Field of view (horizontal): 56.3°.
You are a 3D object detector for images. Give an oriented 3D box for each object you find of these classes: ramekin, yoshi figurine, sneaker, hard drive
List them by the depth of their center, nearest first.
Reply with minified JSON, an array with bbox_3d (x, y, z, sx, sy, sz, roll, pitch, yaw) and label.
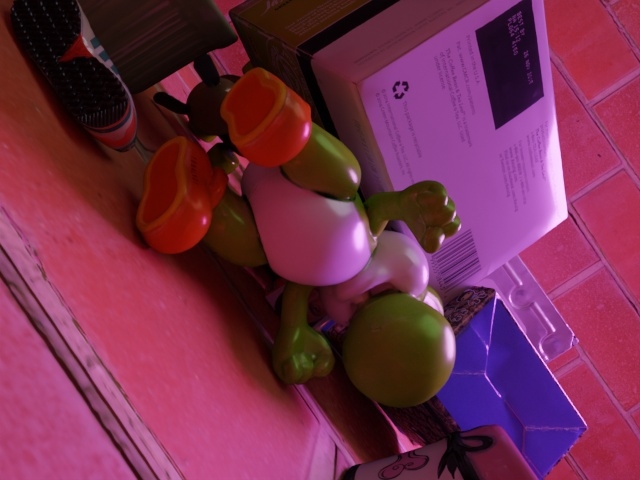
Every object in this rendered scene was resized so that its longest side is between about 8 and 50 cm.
[{"bbox_3d":[-0.202,-0.141,0.503,0.161,0.057,0.075,56,-13,16],"label":"sneaker"},{"bbox_3d":[0.023,0.035,0.542,0.204,0.202,0.362,3,-29,43],"label":"yoshi figurine"},{"bbox_3d":[-0.240,-0.314,0.667,0.303,0.148,0.303,55,4,-6],"label":"ramekin"},{"bbox_3d":[0.243,0.173,1.065,0.236,0.339,0.064,57,4,5],"label":"hard drive"}]

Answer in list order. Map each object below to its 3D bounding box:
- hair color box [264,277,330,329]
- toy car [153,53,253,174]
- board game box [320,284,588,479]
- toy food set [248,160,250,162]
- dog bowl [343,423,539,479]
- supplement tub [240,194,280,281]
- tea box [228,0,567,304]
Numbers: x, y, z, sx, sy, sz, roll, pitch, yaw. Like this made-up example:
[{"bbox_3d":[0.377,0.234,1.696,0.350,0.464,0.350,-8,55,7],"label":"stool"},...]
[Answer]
[{"bbox_3d":[0.010,0.051,0.723,0.072,0.141,0.043,55,4,-12],"label":"hair color box"},{"bbox_3d":[-0.160,-0.210,0.901,0.148,0.155,0.188,58,17,25],"label":"toy car"},{"bbox_3d":[0.166,0.183,0.826,0.232,0.141,0.291,53,-16,-13],"label":"board game box"},{"bbox_3d":[-0.115,-0.102,1.277,0.192,0.039,0.132,60,10,-16],"label":"toy food set"},{"bbox_3d":[0.190,0.339,0.499,0.407,0.150,0.408,55,5,-7],"label":"dog bowl"},{"bbox_3d":[-0.030,-0.001,0.846,0.190,0.117,0.117,57,4,30],"label":"supplement tub"},{"bbox_3d":[0.096,-0.157,0.742,0.323,0.220,0.329,47,-13,50],"label":"tea box"}]
